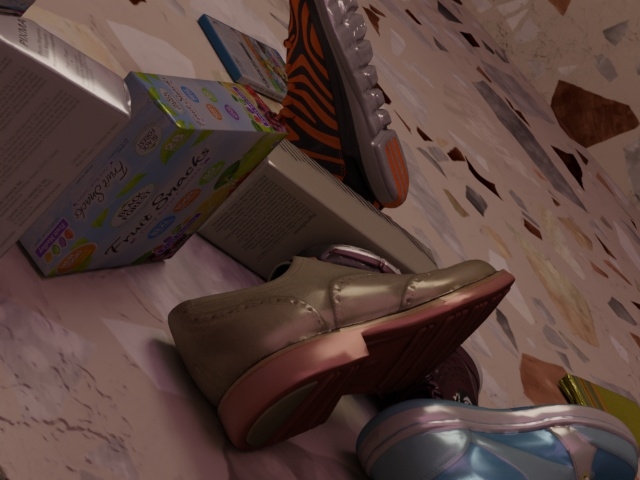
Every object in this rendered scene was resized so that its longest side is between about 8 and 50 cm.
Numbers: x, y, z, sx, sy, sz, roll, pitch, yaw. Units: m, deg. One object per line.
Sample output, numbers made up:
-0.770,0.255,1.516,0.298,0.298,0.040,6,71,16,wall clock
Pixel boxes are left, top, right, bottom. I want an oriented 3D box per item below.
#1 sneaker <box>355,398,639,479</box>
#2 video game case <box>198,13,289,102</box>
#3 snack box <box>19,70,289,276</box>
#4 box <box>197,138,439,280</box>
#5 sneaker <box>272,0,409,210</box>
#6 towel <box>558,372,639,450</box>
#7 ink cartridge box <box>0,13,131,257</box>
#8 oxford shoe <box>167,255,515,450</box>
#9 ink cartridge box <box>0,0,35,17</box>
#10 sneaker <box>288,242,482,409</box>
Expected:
0.197,0.264,1.308,0.319,0.127,0.208,5,44,-28,sneaker
-0.086,-0.236,1.868,0.166,0.015,0.119,18,35,-54,video game case
-0.143,-0.056,1.180,0.070,0.174,0.207,50,20,14,snack box
0.000,0.000,1.467,0.275,0.113,0.094,37,21,-31,box
-0.029,-0.167,1.577,0.124,0.180,0.321,-32,107,-69,sneaker
0.420,0.257,1.991,0.237,0.021,0.102,24,36,-50,towel
-0.274,-0.087,0.944,0.232,0.189,0.066,33,24,-34,ink cartridge box
0.034,0.060,1.277,0.397,0.140,0.146,-14,56,-49,oxford shoe
-0.320,-0.251,1.091,0.168,0.232,0.171,28,28,-43,ink cartridge box
0.079,0.126,1.407,0.281,0.106,0.162,38,25,-28,sneaker
